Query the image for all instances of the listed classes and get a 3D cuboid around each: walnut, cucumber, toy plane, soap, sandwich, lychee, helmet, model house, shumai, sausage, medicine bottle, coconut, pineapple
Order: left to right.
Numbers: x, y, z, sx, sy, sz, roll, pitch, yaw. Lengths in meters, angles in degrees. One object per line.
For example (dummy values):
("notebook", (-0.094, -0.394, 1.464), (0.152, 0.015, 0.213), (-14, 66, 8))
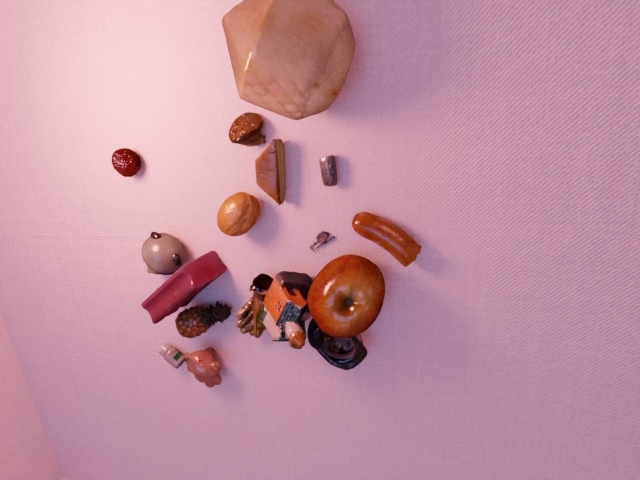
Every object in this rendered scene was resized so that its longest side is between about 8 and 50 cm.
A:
("lychee", (-0.864, -0.343, 1.786), (0.123, 0.123, 0.129), (21, 115, 15))
("medicine bottle", (-0.784, 0.609, 2.126), (0.130, 0.080, 0.080), (37, 119, 7))
("soap", (-0.619, 0.214, 1.825), (0.359, 0.233, 0.128), (-36, 91, 30))
("pineapple", (-0.546, 0.373, 1.904), (0.278, 0.158, 0.158), (-18, 101, 24))
("walnut", (-0.332, -0.107, 1.628), (0.159, 0.159, 0.207), (42, 120, 4))
("shumai", (-0.285, -0.415, 1.539), (0.123, 0.139, 0.105), (52, 157, 30))
("sandwich", (-0.187, -0.266, 1.543), (0.096, 0.094, 0.258), (9, 113, 18))
("coconut", (-0.109, -0.595, 1.250), (0.414, 0.345, 0.416), (-2, 111, -6))
("model house", (-0.097, 0.311, 1.577), (0.272, 0.190, 0.301), (-63, 36, 20))
("toy plane", (0.000, 0.000, 1.600), (0.120, 0.031, 0.049), (-34, 102, 26))
("cucumber", (0.033, -0.256, 1.472), (0.064, 0.064, 0.112), (-3, 109, 24))
("helmet", (0.068, 0.389, 1.649), (0.253, 0.154, 0.198), (33, 117, -11))
("sausage", (0.235, -0.015, 1.455), (0.270, 0.109, 0.109), (34, 118, 8))

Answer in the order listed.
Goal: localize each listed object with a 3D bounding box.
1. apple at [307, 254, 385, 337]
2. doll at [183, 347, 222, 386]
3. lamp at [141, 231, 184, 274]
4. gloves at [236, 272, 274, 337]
("apple", (0.100, 0.202, 1.471), (0.277, 0.250, 0.310), (12, 76, -11))
("doll", (-0.577, 0.641, 2.041), (0.201, 0.156, 0.303), (21, 145, 6))
("lamp", (-0.733, 0.073, 1.863), (0.198, 0.197, 0.244), (48, 142, 0))
("gloves", (-0.267, 0.295, 1.756), (0.154, 0.141, 0.331), (34, 128, 21))
